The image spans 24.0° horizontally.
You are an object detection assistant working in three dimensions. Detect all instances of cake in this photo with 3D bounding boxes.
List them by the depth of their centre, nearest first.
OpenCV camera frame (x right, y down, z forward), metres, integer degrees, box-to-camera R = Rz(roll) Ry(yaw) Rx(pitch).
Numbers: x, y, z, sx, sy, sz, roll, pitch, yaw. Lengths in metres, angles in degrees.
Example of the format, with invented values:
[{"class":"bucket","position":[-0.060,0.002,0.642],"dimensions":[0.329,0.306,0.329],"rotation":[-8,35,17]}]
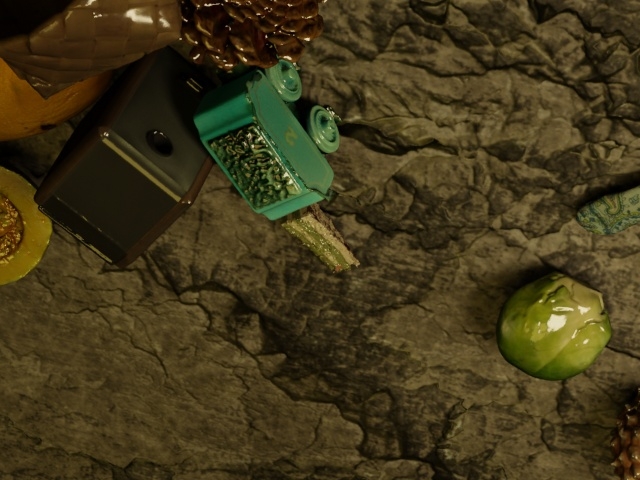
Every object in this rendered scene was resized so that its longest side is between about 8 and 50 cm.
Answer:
[{"class":"cake","position":[0.000,0.000,2.043],"dimensions":[0.051,0.055,0.140],"rotation":[-27,116,23]}]

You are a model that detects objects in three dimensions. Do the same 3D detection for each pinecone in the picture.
[{"class":"pinecone","position":[-0.093,-0.286,1.787],"dimensions":[0.185,0.212,0.169],"rotation":[-3,95,-29]}]

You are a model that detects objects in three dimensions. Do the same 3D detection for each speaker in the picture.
[{"class":"speaker","position":[-0.230,-0.110,1.913],"dimensions":[0.153,0.231,0.192],"rotation":[40,126,-14]}]

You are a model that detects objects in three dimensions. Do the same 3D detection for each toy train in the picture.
[{"class":"toy train","position":[-0.063,-0.132,1.893],"dimensions":[0.112,0.163,0.203],"rotation":[-24,117,31]}]

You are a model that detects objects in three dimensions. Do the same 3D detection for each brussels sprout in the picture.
[{"class":"brussels sprout","position":[0.304,0.113,1.998],"dimensions":[0.155,0.117,0.155],"rotation":[-3,109,-10]}]

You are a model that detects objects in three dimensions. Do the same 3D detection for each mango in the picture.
[{"class":"mango","position":[-0.399,-0.219,1.955],"dimensions":[0.295,0.120,0.177],"rotation":[-13,128,25]}]

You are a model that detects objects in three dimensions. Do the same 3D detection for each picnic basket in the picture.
[{"class":"picnic basket","position":[-0.316,-0.368,1.663],"dimensions":[0.293,0.337,0.337],"rotation":[-20,118,29]}]

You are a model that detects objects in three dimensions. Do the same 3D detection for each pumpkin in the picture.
[{"class":"pumpkin","position":[-0.476,-0.042,2.121],"dimensions":[0.217,0.110,0.217],"rotation":[1,119,2]}]

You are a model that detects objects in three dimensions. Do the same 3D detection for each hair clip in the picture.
[{"class":"hair clip","position":[0.419,-0.062,1.888],"dimensions":[0.229,0.036,0.066],"rotation":[-32,118,32]}]

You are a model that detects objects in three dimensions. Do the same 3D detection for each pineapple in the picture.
[{"class":"pineapple","position":[0.465,0.289,2.032],"dimensions":[0.166,0.193,0.166],"rotation":[4,120,7]}]
